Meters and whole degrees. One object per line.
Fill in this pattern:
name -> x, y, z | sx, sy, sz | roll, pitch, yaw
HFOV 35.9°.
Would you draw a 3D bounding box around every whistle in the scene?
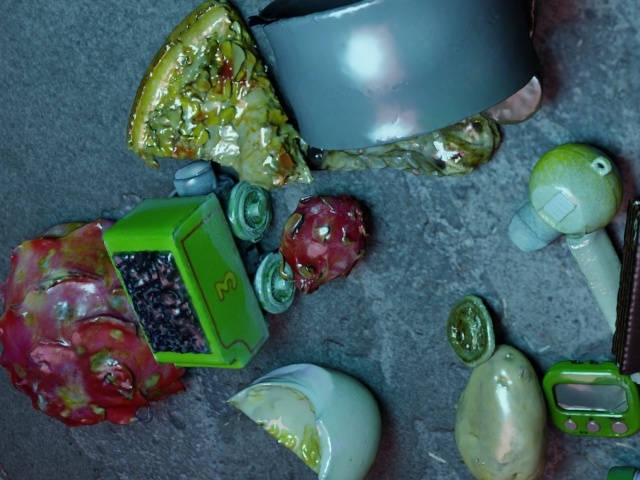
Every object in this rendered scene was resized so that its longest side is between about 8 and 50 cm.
whistle -> 0.316, -0.052, 1.286 | 0.122, 0.123, 0.223 | 36, 150, 1

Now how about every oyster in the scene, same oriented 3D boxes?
oyster -> 0.077, -0.132, 1.366 | 0.344, 0.079, 0.129 | -2, 128, 25

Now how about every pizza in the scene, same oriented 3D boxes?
pizza -> -0.164, -0.163, 1.401 | 0.251, 0.074, 0.288 | -27, 89, 28

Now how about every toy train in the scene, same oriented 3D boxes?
toy train -> -0.169, 0.048, 1.491 | 0.173, 0.249, 0.307 | -2, 120, 31

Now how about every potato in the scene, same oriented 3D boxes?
potato -> 0.271, 0.277, 1.480 | 0.161, 0.128, 0.235 | 45, 136, 37

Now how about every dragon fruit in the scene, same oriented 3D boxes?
dragon fruit -> 0.000, 0.000, 1.453 | 0.133, 0.136, 0.166 | 49, 128, 35
dragon fruit -> -0.407, 0.165, 1.703 | 0.370, 0.249, 0.387 | 17, 129, 11

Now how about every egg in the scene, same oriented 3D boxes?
egg -> 0.005, 0.287, 1.619 | 0.271, 0.162, 0.206 | 34, 175, 45

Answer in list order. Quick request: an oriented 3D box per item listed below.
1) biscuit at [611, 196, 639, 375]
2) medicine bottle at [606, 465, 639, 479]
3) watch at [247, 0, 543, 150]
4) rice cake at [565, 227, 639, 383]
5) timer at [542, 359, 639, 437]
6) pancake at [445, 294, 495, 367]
biscuit -> 0.443, 0.067, 1.270 | 0.106, 0.070, 0.252 | 0, 114, 5
medicine bottle -> 0.554, 0.388, 1.421 | 0.274, 0.133, 0.134 | -2, 119, 29
watch -> 0.074, -0.228, 1.124 | 0.335, 0.327, 0.314 | -5, 114, 31
rice cake -> 0.405, 0.082, 1.346 | 0.057, 0.052, 0.256 | -19, 111, 31
timer -> 0.401, 0.231, 1.451 | 0.140, 0.047, 0.128 | -3, 121, 28
pancake -> 0.222, 0.135, 1.461 | 0.108, 0.017, 0.108 | 7, 99, 58
